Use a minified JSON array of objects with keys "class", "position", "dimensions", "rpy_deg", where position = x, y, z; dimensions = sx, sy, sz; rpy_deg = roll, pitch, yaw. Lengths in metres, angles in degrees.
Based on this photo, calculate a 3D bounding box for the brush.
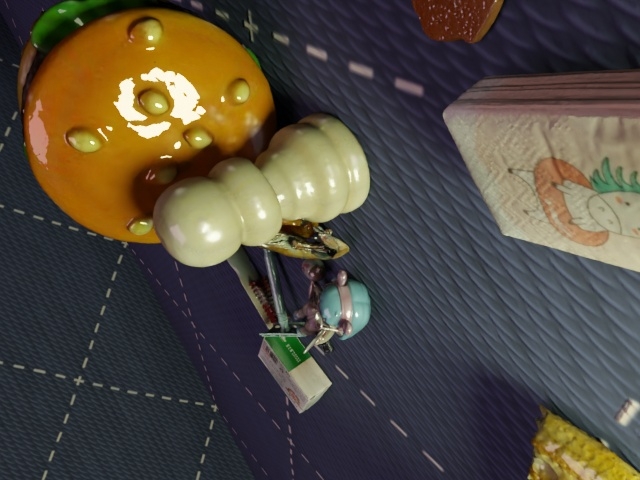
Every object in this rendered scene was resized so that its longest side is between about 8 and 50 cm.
[{"class":"brush","position":[-0.179,0.082,1.198],"dimensions":[0.320,0.060,0.050],"rpy_deg":[57,138,6]}]

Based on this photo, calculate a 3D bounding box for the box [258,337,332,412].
[{"class":"box","position":[-0.071,0.331,1.223],"dimensions":[0.199,0.081,0.135],"rpy_deg":[52,150,19]}]

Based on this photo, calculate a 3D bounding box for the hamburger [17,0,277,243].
[{"class":"hamburger","position":[-0.261,-0.181,0.769],"dimensions":[0.277,0.396,0.395],"rpy_deg":[46,149,43]}]

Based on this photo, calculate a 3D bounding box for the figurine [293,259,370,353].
[{"class":"figurine","position":[0.012,0.120,0.914],"dimensions":[0.260,0.103,0.205],"rpy_deg":[138,137,-62]}]

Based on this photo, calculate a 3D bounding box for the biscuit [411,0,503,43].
[{"class":"biscuit","position":[0.127,-0.256,0.463],"dimensions":[0.130,0.019,0.102],"rpy_deg":[60,150,3]}]

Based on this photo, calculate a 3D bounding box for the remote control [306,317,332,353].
[{"class":"remote control","position":[0.000,0.212,1.074],"dimensions":[0.096,0.014,0.039],"rpy_deg":[61,151,3]}]

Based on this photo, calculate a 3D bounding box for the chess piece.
[{"class":"chess piece","position":[-0.089,-0.061,0.685],"dimensions":[0.167,0.300,0.166],"rpy_deg":[39,146,34]}]

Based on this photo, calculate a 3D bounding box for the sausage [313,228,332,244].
[{"class":"sausage","position":[0.000,0.000,0.888],"dimensions":[0.015,0.015,0.100],"rpy_deg":[56,151,8]}]

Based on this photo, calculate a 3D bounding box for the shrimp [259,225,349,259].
[{"class":"shrimp","position":[-0.053,0.001,0.797],"dimensions":[0.152,0.220,0.046],"rpy_deg":[-10,65,63]}]

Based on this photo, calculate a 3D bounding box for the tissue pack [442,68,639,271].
[{"class":"tissue pack","position":[0.249,-0.038,0.330],"dimensions":[0.170,0.071,0.325],"rpy_deg":[54,166,-31]}]

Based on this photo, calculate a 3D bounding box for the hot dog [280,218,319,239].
[{"class":"hot dog","position":[-0.091,-0.046,0.921],"dimensions":[0.100,0.067,0.250],"rpy_deg":[33,161,-35]}]

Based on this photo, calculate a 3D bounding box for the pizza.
[{"class":"pizza","position":[0.345,0.364,0.618],"dimensions":[0.280,0.075,0.287],"rpy_deg":[51,151,25]}]

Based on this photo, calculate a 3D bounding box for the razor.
[{"class":"razor","position":[-0.104,0.111,1.088],"dimensions":[0.106,0.068,0.231],"rpy_deg":[-7,101,28]}]
